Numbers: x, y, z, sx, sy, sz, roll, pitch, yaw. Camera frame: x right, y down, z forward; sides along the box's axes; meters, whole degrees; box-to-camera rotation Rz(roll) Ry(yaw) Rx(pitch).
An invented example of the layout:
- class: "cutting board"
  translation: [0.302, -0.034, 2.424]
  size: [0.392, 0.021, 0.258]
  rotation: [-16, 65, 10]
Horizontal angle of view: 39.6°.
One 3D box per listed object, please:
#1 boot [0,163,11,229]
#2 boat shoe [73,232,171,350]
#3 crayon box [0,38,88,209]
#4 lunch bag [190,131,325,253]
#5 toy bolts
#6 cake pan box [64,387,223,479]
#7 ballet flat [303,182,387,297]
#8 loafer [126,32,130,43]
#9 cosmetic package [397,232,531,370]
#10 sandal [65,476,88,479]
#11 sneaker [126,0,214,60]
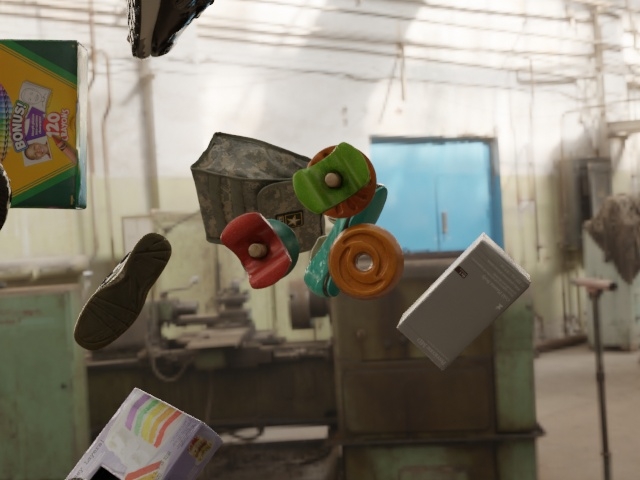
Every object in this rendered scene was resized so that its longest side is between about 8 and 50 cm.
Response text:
- class: "boot"
  translation: [-0.378, -0.055, 0.997]
  size: [0.077, 0.137, 0.198]
  rotation: [25, -47, -16]
- class: "boat shoe"
  translation: [-0.324, 0.088, 1.464]
  size: [0.080, 0.223, 0.073]
  rotation: [35, -20, -8]
- class: "crayon box"
  translation: [-0.480, -0.191, 1.487]
  size: [0.165, 0.278, 0.081]
  rotation: [0, 1, -1]
- class: "lunch bag"
  translation: [-0.126, -0.093, 2.026]
  size: [0.287, 0.235, 0.169]
  rotation: [12, 48, 16]
- class: "toy bolts"
  translation: [0.000, 0.000, 1.232]
  size: [0.228, 0.218, 0.158]
  rotation: [-29, -5, 9]
- class: "cake pan box"
  translation: [-0.331, 0.411, 1.569]
  size: [0.246, 0.267, 0.070]
  rotation: [12, -31, 52]
- class: "ballet flat"
  translation: [0.037, -0.011, 1.669]
  size: [0.087, 0.247, 0.083]
  rotation: [19, -15, 34]
- class: "loafer"
  translation: [-0.237, -0.319, 1.229]
  size: [0.039, 0.125, 0.045]
  rotation: [25, -26, -37]
- class: "cosmetic package"
  translation: [0.268, 0.114, 1.669]
  size: [0.127, 0.238, 0.107]
  rotation: [41, 13, 3]
- class: "sandal"
  translation: [-0.374, 0.397, 1.306]
  size: [0.040, 0.067, 0.179]
  rotation: [17, -42, -44]
- class: "sneaker"
  translation: [-0.085, -0.221, 0.686]
  size: [0.124, 0.107, 0.283]
  rotation: [-3, -14, -15]
